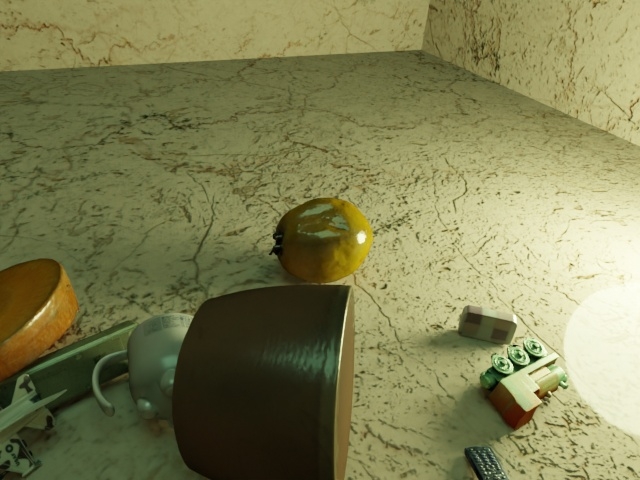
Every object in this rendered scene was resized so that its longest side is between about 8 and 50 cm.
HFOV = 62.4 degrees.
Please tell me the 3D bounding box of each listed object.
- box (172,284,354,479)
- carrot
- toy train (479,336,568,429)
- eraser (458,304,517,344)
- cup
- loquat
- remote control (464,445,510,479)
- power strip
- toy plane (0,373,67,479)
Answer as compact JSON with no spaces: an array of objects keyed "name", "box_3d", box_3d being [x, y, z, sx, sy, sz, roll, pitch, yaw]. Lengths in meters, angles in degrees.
[{"name":"box","box_3d":[-0.065,0.206,0.744,0.216,0.301,0.301,4,33,6]},{"name":"carrot","box_3d":[-0.537,0.154,0.855,0.258,0.100,0.307,-7,32,23]},{"name":"toy train","box_3d":[0.366,0.248,0.942,0.175,0.074,0.118,-12,47,-32]},{"name":"eraser","box_3d":[0.332,0.168,1.054,0.105,0.065,0.026,13,36,8]},{"name":"cup","box_3d":[-0.253,0.207,0.833,0.173,0.134,0.142,20,26,-31]},{"name":"loquat","box_3d":[0.000,0.000,1.159,0.234,0.176,0.187,-14,37,-10]},{"name":"remote control","box_3d":[0.248,0.344,0.763,0.043,0.027,0.152,-8,9,2]},{"name":"power strip","box_3d":[-0.405,0.213,0.862,0.272,0.078,0.052,-23,17,-35]},{"name":"toy plane","box_3d":[-0.463,0.273,0.715,0.082,0.160,0.234,-15,13,42]}]
